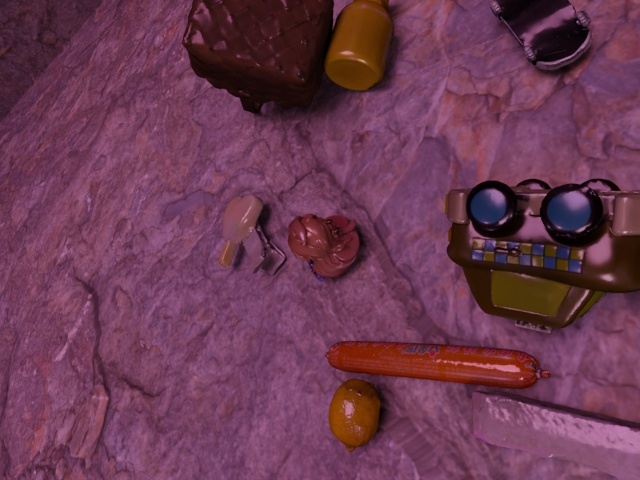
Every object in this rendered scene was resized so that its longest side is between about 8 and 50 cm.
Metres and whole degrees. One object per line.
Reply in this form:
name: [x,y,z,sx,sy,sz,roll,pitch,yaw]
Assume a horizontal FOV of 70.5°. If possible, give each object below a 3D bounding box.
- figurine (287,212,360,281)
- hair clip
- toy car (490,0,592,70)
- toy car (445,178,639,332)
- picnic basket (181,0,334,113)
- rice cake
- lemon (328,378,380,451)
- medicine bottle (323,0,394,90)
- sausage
figurine: [0.009,0.004,0.799,0.114,0.157,0.126,23,82,18]
hair clip: [-0.162,-0.010,0.975,0.159,0.071,0.218,-46,49,16]
toy car: [0.354,-0.354,0.731,0.095,0.056,0.204,-31,61,23]
toy car: [0.289,0.020,0.582,0.248,0.204,0.197,6,100,39]
picnic basket: [-0.124,-0.418,0.959,0.292,0.321,0.253,17,93,-5]
rice cake: [0.367,0.241,0.497,0.400,0.064,0.070,5,86,37]
lemon: [0.052,0.270,0.702,0.082,0.082,0.110,11,84,38]
medicine bottle: [0.088,-0.423,0.907,0.122,0.122,0.212,7,77,37]
sausage: [0.152,0.181,0.680,0.348,0.053,0.053,-5,70,34]
